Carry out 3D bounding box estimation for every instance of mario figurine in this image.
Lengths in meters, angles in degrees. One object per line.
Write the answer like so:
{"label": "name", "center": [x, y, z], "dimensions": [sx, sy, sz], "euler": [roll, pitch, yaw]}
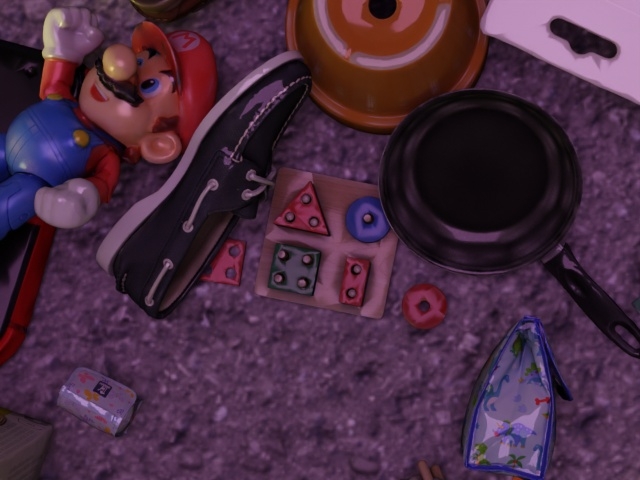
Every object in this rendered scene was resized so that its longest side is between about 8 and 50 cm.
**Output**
{"label": "mario figurine", "center": [-0.245, -0.120, 1.667], "dimensions": [0.320, 0.170, 0.198], "euler": [-31, 95, -15]}

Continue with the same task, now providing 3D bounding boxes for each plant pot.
{"label": "plant pot", "center": [0.061, -0.213, 1.674], "dimensions": [0.205, 0.188, 0.205], "euler": [0, 87, 5]}

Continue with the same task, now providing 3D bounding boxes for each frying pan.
{"label": "frying pan", "center": [0.214, -0.033, 1.698], "dimensions": [0.326, 0.053, 0.197], "euler": [24, 116, -4]}

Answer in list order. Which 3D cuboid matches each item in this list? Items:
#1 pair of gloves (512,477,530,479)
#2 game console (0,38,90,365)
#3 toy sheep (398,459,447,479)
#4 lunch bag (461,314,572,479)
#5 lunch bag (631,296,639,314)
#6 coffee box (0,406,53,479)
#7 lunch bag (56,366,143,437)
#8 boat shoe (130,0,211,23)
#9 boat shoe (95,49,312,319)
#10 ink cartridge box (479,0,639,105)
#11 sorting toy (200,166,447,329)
{"label": "pair of gloves", "center": [0.212, 0.278, 1.728], "dimensions": [0.083, 0.010, 0.074], "euler": [21, 89, 6]}
{"label": "game console", "center": [-0.454, -0.063, 1.780], "dimensions": [0.386, 0.060, 0.342], "euler": [15, 83, 4]}
{"label": "toy sheep", "center": [0.099, 0.267, 1.701], "dimensions": [0.132, 0.091, 0.091], "euler": [-32, 85, 21]}
{"label": "lunch bag", "center": [0.189, 0.149, 1.677], "dimensions": [0.096, 0.129, 0.151], "euler": [8, 86, 3]}
{"label": "lunch bag", "center": [0.471, 0.063, 1.649], "dimensions": [0.262, 0.160, 0.223], "euler": [-33, 82, -11]}
{"label": "coffee box", "center": [-0.490, 0.294, 1.606], "dimensions": [0.334, 0.337, 0.338], "euler": [20, 94, 5]}
{"label": "lunch bag", "center": [-0.218, 0.160, 1.730], "dimensions": [0.071, 0.083, 0.053], "euler": [27, 90, 6]}
{"label": "boat shoe", "center": [-0.072, -0.336, 1.736], "dimensions": [0.307, 0.104, 0.111], "euler": [-37, 76, 3]}
{"label": "boat shoe", "center": [-0.094, -0.051, 1.693], "dimensions": [0.091, 0.114, 0.302], "euler": [47, 116, 16]}
{"label": "ink cartridge box", "center": [0.312, -0.312, 1.695], "dimensions": [0.207, 0.119, 0.353], "euler": [26, 88, 5]}
{"label": "sorting toy", "center": [0.000, 0.000, 1.740], "dimensions": [0.274, 0.046, 0.132], "euler": [12, 88, 5]}
